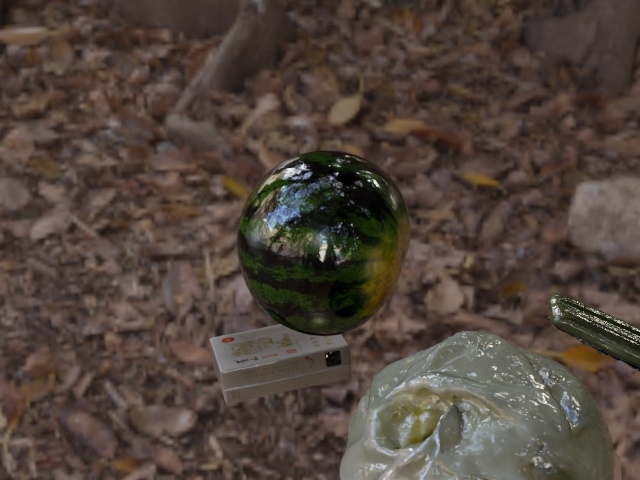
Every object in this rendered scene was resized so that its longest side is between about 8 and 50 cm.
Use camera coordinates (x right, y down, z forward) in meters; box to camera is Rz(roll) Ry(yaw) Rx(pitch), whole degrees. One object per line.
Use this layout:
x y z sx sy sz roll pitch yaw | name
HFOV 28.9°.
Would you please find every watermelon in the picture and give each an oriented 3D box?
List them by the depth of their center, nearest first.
0.004 0.001 1.766 0.269 0.269 0.269 1 32 -1 | watermelon

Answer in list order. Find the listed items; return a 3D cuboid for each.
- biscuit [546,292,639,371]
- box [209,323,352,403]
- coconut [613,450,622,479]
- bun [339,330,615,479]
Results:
0.487 0.164 1.847 0.322 0.038 0.099 24 26 -3 | biscuit
-0.063 0.181 1.921 0.201 0.058 0.141 -10 19 -11 | box
0.351 0.378 1.983 0.259 0.259 0.259 1 32 -1 | coconut
0.193 0.266 1.588 0.365 0.219 0.365 -10 50 12 | bun
